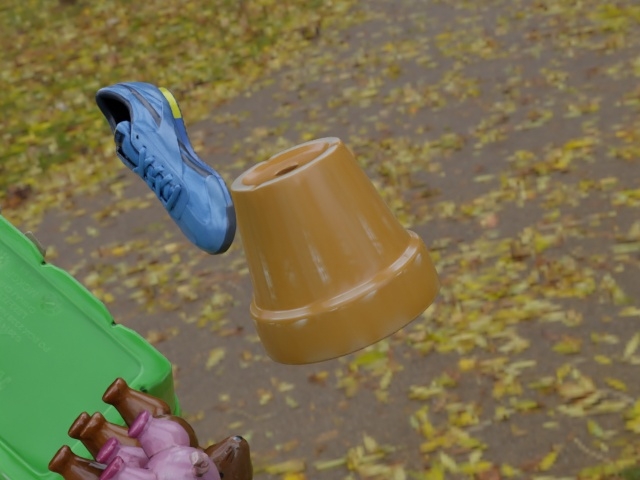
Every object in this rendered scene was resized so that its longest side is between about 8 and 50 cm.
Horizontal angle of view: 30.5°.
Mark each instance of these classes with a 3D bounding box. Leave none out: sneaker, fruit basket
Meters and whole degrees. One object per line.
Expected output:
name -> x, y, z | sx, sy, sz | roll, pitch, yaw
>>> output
sneaker -> -0.154, -0.068, 1.123 | 0.082, 0.069, 0.209 | -2, 52, -45
fruit basket -> -0.326, 0.125, 1.117 | 0.392, 0.392, 0.283 | 8, 45, 42

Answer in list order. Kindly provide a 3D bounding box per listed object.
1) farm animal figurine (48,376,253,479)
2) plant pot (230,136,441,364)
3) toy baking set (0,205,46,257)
farm animal figurine -> -0.122, 0.245, 0.652 | 0.327, 0.172, 0.330 | -49, 11, 8
plant pot -> 0.000, 0.000, 1.250 | 0.205, 0.188, 0.205 | -22, 16, 6
toy baking set -> -0.404, -0.012, 1.220 | 0.256, 0.197, 0.030 | 33, 44, 8
